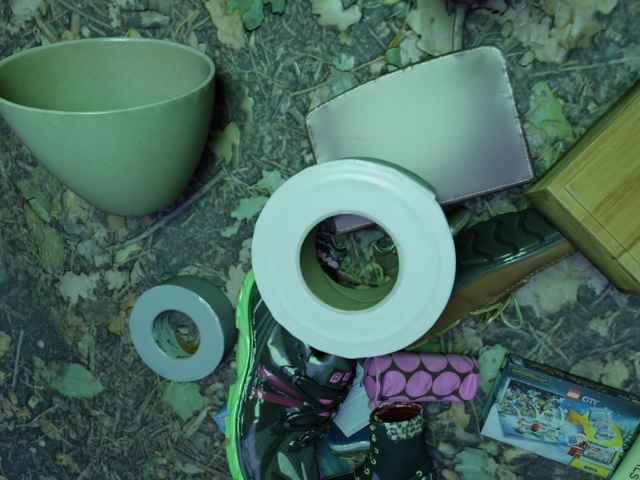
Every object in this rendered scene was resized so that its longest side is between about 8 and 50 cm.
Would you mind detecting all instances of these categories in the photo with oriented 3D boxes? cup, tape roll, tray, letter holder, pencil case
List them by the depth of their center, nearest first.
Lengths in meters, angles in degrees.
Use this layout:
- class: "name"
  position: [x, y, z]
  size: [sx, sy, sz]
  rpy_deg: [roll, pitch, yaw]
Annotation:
- class: "tray"
  position: [0.507, -0.139, 0.589]
  size: [0.411, 0.076, 0.203]
  rpy_deg: [-44, 90, -2]
- class: "tape roll"
  position: [0.049, 0.020, 0.630]
  size: [0.286, 0.100, 0.286]
  rpy_deg: [3, 103, 13]
- class: "letter holder"
  position: [0.150, -0.157, 0.702]
  size: [0.302, 0.152, 0.214]
  rpy_deg: [-16, 96, 16]
- class: "cup"
  position: [-0.343, -0.184, 0.754]
  size: [0.331, 0.331, 0.236]
  rpy_deg: [15, 131, 10]
- class: "pencil case"
  position: [0.181, 0.251, 0.780]
  size: [0.210, 0.095, 0.098]
  rpy_deg: [3, 73, -11]
- class: "tape roll"
  position: [-0.292, 0.188, 0.926]
  size: [0.219, 0.072, 0.219]
  rpy_deg: [3, 103, 14]

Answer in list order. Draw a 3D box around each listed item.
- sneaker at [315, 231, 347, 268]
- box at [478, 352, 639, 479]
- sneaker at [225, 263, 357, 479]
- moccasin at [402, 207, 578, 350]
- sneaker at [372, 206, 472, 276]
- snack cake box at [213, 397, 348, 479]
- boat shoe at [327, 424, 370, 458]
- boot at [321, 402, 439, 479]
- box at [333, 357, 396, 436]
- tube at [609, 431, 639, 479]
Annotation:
- class: "sneaker"
  position: [0.000, 0.000, 0.832]
  size: [0.119, 0.047, 0.057]
  rpy_deg: [38, 93, -1]
- class: "box"
  position: [0.433, 0.320, 0.794]
  size: [0.233, 0.044, 0.159]
  rpy_deg: [17, 106, 9]
- class: "sneaker"
  position: [-0.039, 0.259, 0.753]
  size: [0.202, 0.185, 0.482]
  rpy_deg: [-7, 81, 27]
- class: "moccasin"
  position: [0.261, 0.080, 0.735]
  size: [0.380, 0.139, 0.147]
  rpy_deg: [-38, 113, 19]
- class: "sneaker"
  position: [0.176, -0.011, 0.770]
  size: [0.188, 0.066, 0.071]
  rpy_deg: [-39, 89, 18]
- class: "snack cake box"
  position: [-0.080, 0.426, 0.919]
  size: [0.152, 0.089, 0.264]
  rpy_deg: [-34, 93, 19]
- class: "boat shoe"
  position: [0.110, 0.413, 0.889]
  size: [0.183, 0.066, 0.066]
  rpy_deg: [-5, 121, 9]
- class: "boot"
  position: [0.093, 0.400, 0.802]
  size: [0.237, 0.085, 0.178]
  rpy_deg: [-10, 103, 5]
- class: "box"
  position: [0.062, 0.294, 0.863]
  size: [0.126, 0.072, 0.137]
  rpy_deg: [-40, 92, 18]
- class: "tube"
  position: [0.594, 0.373, 0.762]
  size: [0.070, 0.062, 0.240]
  rpy_deg: [35, 120, 47]
